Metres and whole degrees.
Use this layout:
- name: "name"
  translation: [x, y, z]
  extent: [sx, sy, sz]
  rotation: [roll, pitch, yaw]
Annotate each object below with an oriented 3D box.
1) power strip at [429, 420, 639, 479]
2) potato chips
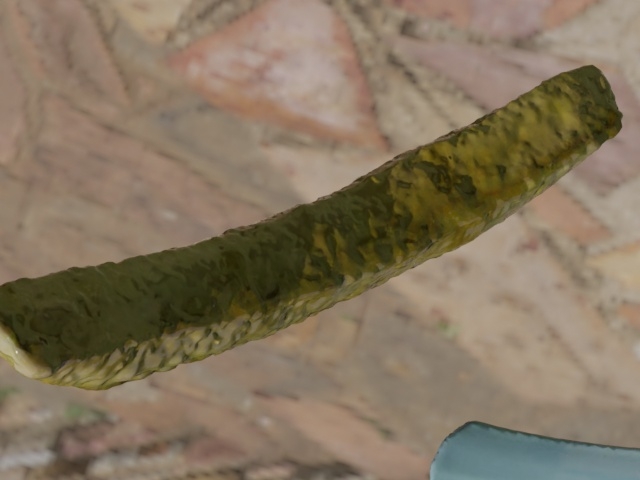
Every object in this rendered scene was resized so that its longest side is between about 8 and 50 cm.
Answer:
- name: "power strip"
  translation: [0.134, 0.072, 0.529]
  extent: [0.137, 0.044, 0.216]
  rotation: [26, 156, -23]
- name: "potato chips"
  translation: [0.000, 0.000, 0.998]
  extent: [0.057, 0.407, 0.080]
  rotation: [55, 143, 19]
